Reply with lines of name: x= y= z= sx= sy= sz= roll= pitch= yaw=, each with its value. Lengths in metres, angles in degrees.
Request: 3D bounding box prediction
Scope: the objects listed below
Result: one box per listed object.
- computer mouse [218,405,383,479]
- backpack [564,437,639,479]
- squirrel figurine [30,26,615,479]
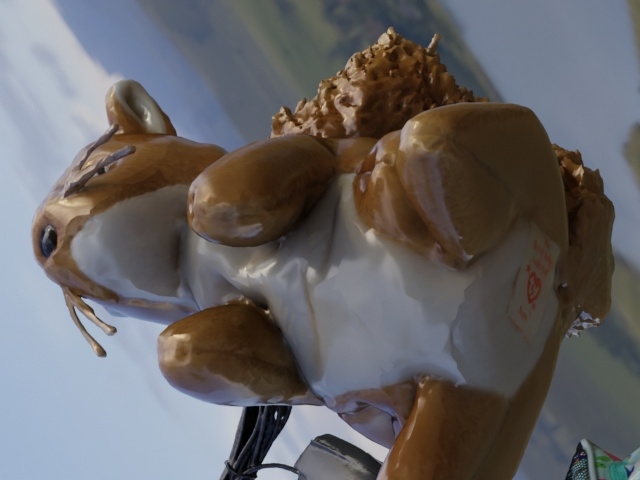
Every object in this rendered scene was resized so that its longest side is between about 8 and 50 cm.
computer mouse: x=0.001 y=0.243 z=1.407 sx=0.262 sy=0.184 sz=0.060 roll=30 pitch=-170 yaw=30
backpack: x=0.209 y=0.220 z=0.900 sx=0.225 sy=0.191 sz=0.253 roll=33 pitch=-158 yaw=-4
squirrel figurine: x=0.000 y=0.000 z=1.273 sx=0.397 sy=0.370 sz=0.281 roll=-27 pitch=-60 yaw=-54
